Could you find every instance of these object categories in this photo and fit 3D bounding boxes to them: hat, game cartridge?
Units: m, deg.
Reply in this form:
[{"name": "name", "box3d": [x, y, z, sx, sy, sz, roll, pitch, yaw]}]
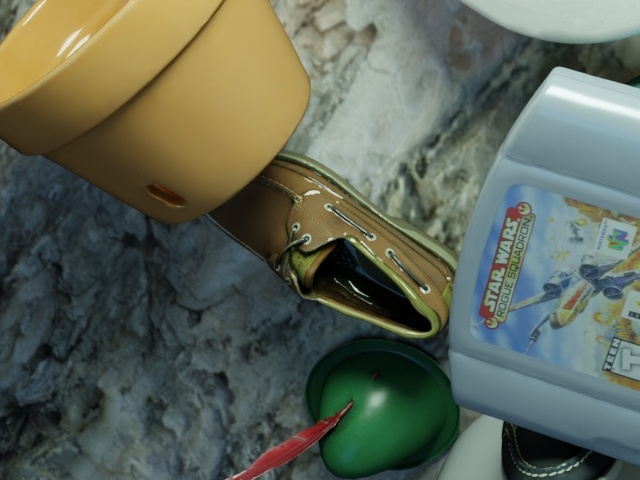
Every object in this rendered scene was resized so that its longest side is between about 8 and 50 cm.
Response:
[{"name": "hat", "box3d": [0.033, 0.228, 1.290, 0.208, 0.183, 0.173, -34, 102, 31]}, {"name": "game cartridge", "box3d": [0.204, 0.028, 0.922, 0.198, 0.062, 0.297, 15, 121, 8]}]

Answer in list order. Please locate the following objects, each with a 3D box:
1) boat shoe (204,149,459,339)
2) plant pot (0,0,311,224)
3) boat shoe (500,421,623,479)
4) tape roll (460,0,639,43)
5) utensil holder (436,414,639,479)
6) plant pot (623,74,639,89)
[{"name": "boat shoe", "box3d": [0.000, 0.000, 1.228, 0.307, 0.104, 0.111, 23, 122, 7]}, {"name": "plant pot", "box3d": [-0.145, -0.153, 1.115, 0.290, 0.291, 0.203, -28, 120, 30]}, {"name": "boat shoe", "box3d": [0.211, 0.141, 1.108, 0.114, 0.302, 0.091, -14, 104, 13]}, {"name": "tape roll", "box3d": [0.183, -0.339, 0.908, 0.392, 0.072, 0.392, 29, 134, 35]}, {"name": "utensil holder", "box3d": [0.219, 0.376, 1.182, 0.327, 0.385, 0.328, 8, 120, 15]}, {"name": "plant pot", "box3d": [0.327, -0.021, 1.020, 0.292, 0.235, 0.293, 9, 119, 16]}]
